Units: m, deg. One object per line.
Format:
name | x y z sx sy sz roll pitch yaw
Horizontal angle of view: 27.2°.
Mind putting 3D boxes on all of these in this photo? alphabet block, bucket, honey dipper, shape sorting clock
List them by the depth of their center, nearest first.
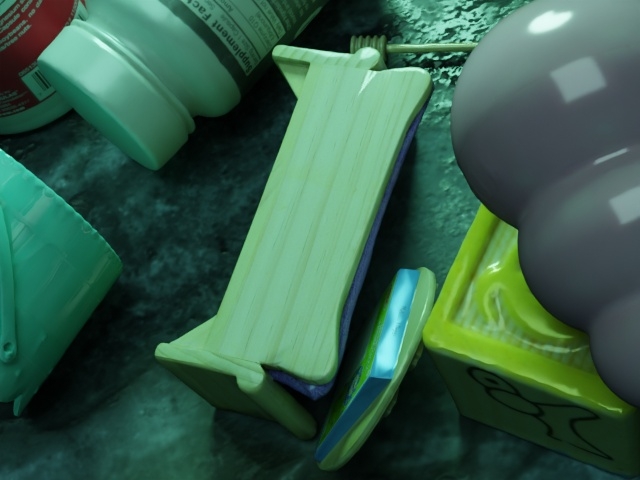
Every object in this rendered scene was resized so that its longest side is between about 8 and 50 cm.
alphabet block | 0.222 0.071 1.167 0.192 0.197 0.193 18 71 21
shape sorting clock | 0.051 0.118 1.203 0.040 0.206 0.206 26 73 -5
bucket | -0.346 0.021 1.314 0.281 0.281 0.183 31 74 25
honey dipper | 0.113 -0.206 1.422 0.161 0.030 0.030 2 67 12

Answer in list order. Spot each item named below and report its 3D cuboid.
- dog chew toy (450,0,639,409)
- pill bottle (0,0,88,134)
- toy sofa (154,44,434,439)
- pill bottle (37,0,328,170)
dog chew toy | 0.228 -0.022 0.993 0.206 0.206 0.332 -21 70 5
pill bottle | -0.396 -0.300 1.387 0.229 0.407 0.229 -6 64 12
toy sofa | 0.000 0.000 1.284 0.177 0.150 0.362 10 68 24
pill bottle | -0.119 -0.264 1.411 0.204 0.204 0.361 36 79 26
